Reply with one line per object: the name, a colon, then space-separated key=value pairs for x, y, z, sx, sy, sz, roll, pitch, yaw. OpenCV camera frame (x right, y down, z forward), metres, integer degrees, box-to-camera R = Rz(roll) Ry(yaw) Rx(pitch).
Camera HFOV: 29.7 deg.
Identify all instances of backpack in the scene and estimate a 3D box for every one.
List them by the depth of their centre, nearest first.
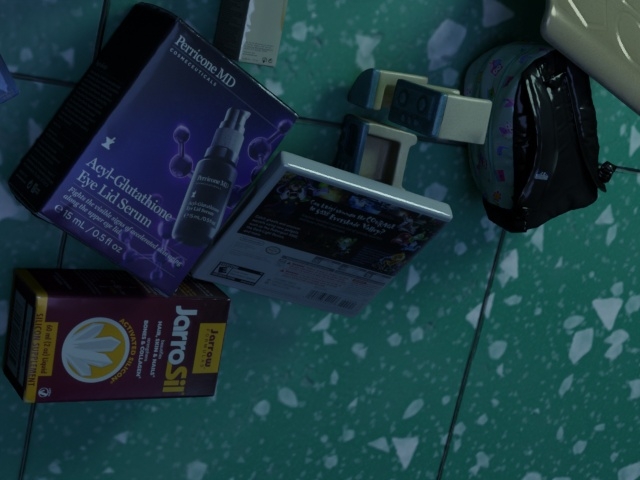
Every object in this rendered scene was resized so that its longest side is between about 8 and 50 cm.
backpack: x=0.219 y=-0.115 z=1.258 sx=0.152 sy=0.115 sz=0.182 roll=-25 pitch=117 yaw=-33

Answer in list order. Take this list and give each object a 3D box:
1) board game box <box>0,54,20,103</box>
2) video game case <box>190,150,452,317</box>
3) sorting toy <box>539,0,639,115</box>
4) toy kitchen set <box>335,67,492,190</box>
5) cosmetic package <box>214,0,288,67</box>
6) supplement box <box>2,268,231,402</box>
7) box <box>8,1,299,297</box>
board game box: x=-0.364 y=-0.088 z=0.918 sx=0.243 sy=0.165 sz=0.042 roll=-31 pitch=119 yaw=-16
video game case: x=0.000 y=0.000 z=1.143 sx=0.190 sy=0.022 sz=0.173 roll=16 pitch=135 yaw=-29
sorting toy: x=0.290 y=-0.252 z=1.252 sx=0.193 sy=0.038 sz=0.208 roll=29 pitch=57 yaw=-33
toy kitchen set: x=0.054 y=-0.055 z=1.157 sx=0.122 sy=0.166 sz=0.207 roll=4 pitch=105 yaw=-28
cosmetic package: x=-0.059 y=-0.221 z=1.101 sx=0.041 sy=0.060 sz=0.115 roll=4 pitch=107 yaw=-31
supplement box: x=-0.189 y=0.087 z=1.124 sx=0.188 sy=0.081 sz=0.104 roll=2 pitch=106 yaw=-30
box: x=-0.148 y=-0.082 z=1.072 sx=0.153 sy=0.108 sz=0.207 roll=35 pitch=89 yaw=-32
